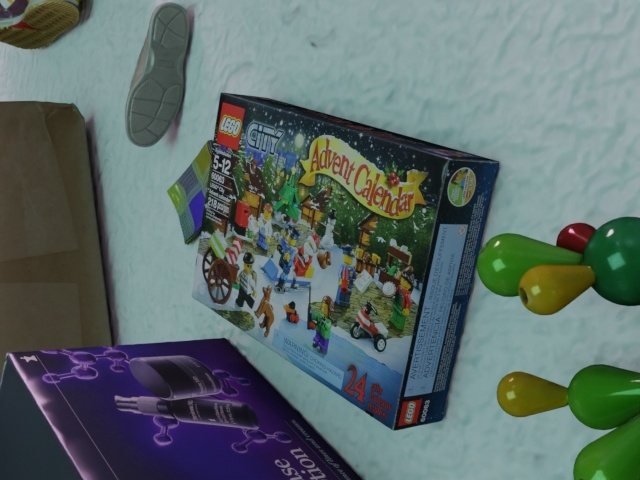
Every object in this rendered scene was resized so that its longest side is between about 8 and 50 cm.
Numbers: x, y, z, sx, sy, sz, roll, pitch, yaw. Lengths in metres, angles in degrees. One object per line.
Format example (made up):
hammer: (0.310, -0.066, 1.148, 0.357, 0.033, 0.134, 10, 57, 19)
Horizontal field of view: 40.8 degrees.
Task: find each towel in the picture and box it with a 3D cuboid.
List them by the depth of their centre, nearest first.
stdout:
towel: (-0.102, -0.040, 0.719, 0.083, 0.009, 0.060, -40, 61, 44)

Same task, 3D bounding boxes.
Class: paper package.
paper package: (-0.363, 0.055, 0.922, 0.309, 0.168, 0.324, -22, 74, 51)

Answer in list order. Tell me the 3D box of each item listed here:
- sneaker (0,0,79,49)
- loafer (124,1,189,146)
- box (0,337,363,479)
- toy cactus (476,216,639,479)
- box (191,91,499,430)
sneaker: (-0.312, -0.266, 0.939, 0.185, 0.070, 0.083, -3, 79, 45)
loafer: (-0.142, -0.144, 0.747, 0.039, 0.045, 0.125, 38, 114, 63)
box: (-0.085, 0.174, 0.565, 0.261, 0.184, 0.103, 37, 119, 44)
toy cactus: (0.170, 0.039, 0.334, 0.180, 0.112, 0.219, -56, 45, 10)
box: (0.000, 0.000, 0.566, 0.233, 0.044, 0.159, 24, 110, 48)
